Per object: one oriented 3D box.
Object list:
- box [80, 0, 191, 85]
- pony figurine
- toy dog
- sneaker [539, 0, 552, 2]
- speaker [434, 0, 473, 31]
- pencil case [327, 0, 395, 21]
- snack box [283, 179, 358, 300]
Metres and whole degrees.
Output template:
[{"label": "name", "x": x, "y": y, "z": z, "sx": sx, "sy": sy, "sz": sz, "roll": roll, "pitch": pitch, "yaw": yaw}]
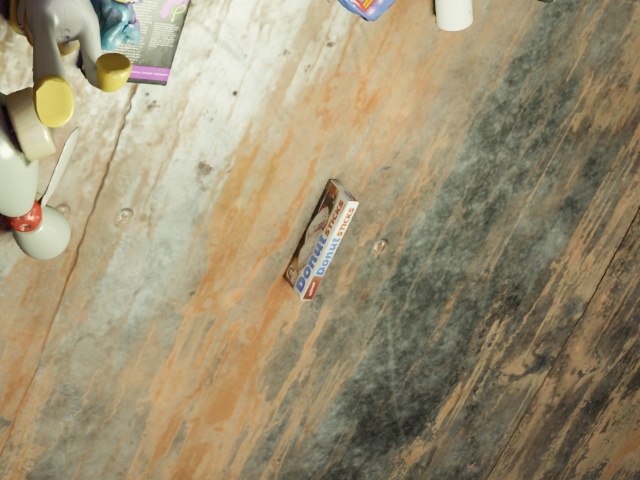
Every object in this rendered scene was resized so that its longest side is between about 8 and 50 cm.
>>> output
[{"label": "box", "x": -0.229, "y": -0.275, "z": 1.727, "sx": 0.116, "sy": 0.029, "sz": 0.162, "roll": 1, "pitch": 124, "yaw": -34}, {"label": "pony figurine", "x": -0.295, "y": -0.320, "z": 1.476, "sx": 0.302, "sy": 0.363, "sz": 0.351, "roll": -8, "pitch": 112, "yaw": -18}, {"label": "toy dog", "x": -0.396, "y": -0.104, "z": 1.678, "sx": 0.220, "sy": 0.161, "sz": 0.334, "roll": -7, "pitch": 154, "yaw": -22}, {"label": "sneaker", "x": 0.143, "y": -0.422, "z": 1.597, "sx": 0.482, "sy": 0.185, "sz": 0.202, "roll": 23, "pitch": 103, "yaw": -24}, {"label": "speaker", "x": 0.183, "y": -0.361, "z": 1.897, "sx": 0.055, "sy": 0.055, "sz": 0.136, "roll": -22, "pitch": 133, "yaw": -16}, {"label": "pencil case", "x": 0.111, "y": -0.425, "z": 1.761, "sx": 0.133, "sy": 0.119, "sz": 0.306, "roll": 39, "pitch": 100, "yaw": -22}, {"label": "snack box", "x": 0.000, "y": 0.000, "z": 2.055, "sx": 0.022, "sy": 0.064, "sz": 0.178, "roll": 7, "pitch": 119, "yaw": -37}]
